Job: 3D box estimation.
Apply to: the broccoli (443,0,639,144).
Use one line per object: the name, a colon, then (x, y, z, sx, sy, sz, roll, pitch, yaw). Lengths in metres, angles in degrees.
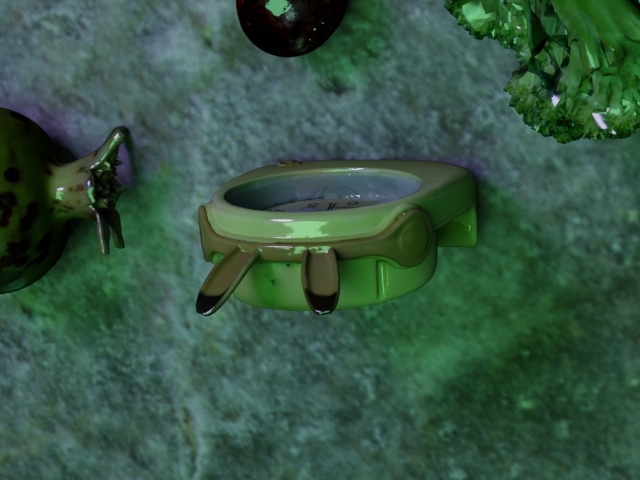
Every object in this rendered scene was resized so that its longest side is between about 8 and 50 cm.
broccoli: (0.161, -0.194, 1.165, 0.261, 0.242, 0.269, -3, 75, 41)

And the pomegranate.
pomegranate: (-0.228, -0.030, 1.408, 0.169, 0.148, 0.148, 3, 108, -7)

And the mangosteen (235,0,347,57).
mangosteen: (-0.023, -0.167, 1.313, 0.081, 0.081, 0.081, 6, 107, 19)

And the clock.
clock: (0.000, 0.000, 1.268, 0.170, 0.232, 0.069, 2, 106, 21)
